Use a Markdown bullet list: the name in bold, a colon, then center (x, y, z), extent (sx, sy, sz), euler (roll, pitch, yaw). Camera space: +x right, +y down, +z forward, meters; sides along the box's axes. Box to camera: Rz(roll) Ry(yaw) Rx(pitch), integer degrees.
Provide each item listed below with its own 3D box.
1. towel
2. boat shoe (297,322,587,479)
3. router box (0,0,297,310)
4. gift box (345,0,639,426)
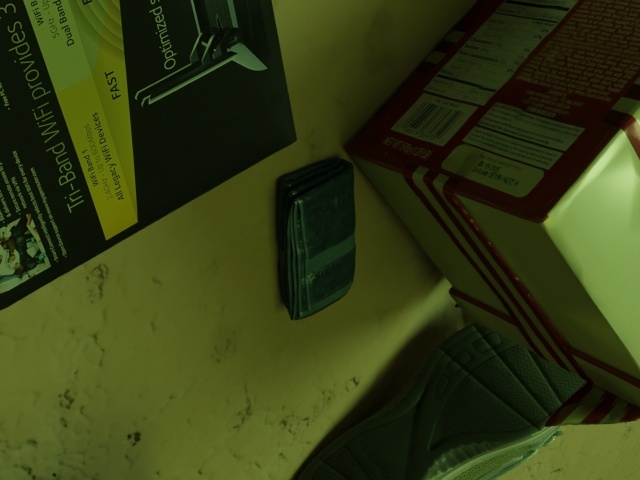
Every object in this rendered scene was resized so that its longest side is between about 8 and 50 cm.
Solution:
- **towel**: center (0.000, 0.000, 0.788), extent (0.067, 0.029, 0.119), euler (-26, 131, -31)
- **boat shoe**: center (0.123, 0.172, 0.943), extent (0.320, 0.118, 0.103), euler (-38, 152, -1)
- **router box**: center (-0.148, -0.133, 0.515), extent (0.243, 0.081, 0.308), euler (-32, 134, -25)
- **gift box**: center (0.192, -0.027, 0.787), extent (0.276, 0.255, 0.258), euler (-46, 124, -6)
